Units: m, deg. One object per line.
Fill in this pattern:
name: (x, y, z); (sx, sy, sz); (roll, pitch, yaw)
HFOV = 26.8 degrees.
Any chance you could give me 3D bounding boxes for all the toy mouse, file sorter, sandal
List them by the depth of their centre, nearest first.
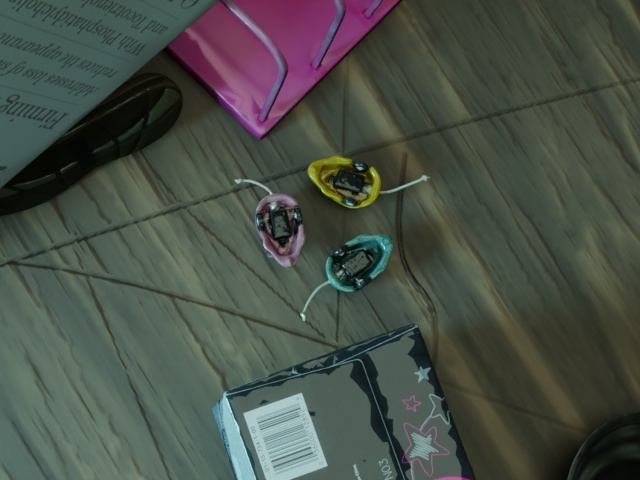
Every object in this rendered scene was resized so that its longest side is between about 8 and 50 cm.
sandal: (-0.217, -0.085, 1.074); (0.219, 0.090, 0.060); (-29, 63, -9)
file sorter: (-0.012, -0.271, 1.092); (0.202, 0.182, 0.291); (44, 75, 0)
toy mouse: (0.000, 0.000, 1.119); (0.161, 0.031, 0.143); (12, 77, -7)

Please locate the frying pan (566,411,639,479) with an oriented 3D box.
frying pan: (0.324, 0.281, 1.088); (0.326, 0.053, 0.197); (44, 56, 1)

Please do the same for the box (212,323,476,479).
box: (0.031, 0.212, 1.027); (0.163, 0.142, 0.247); (-19, 81, -11)

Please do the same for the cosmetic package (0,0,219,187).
cosmetic package: (-0.331, -0.200, 0.865); (0.393, 0.329, 0.327); (-38, 78, 13)
